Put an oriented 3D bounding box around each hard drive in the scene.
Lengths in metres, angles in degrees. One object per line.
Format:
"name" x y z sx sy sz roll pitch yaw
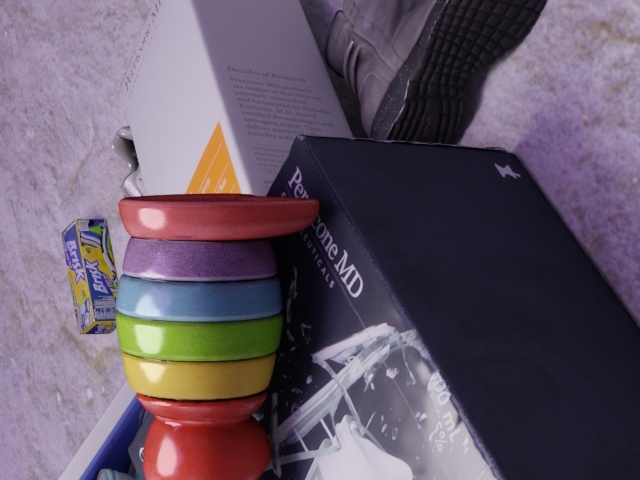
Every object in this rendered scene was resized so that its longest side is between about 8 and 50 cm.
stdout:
"hard drive" -0.329 0.356 2.121 0.040 0.319 0.210 23 127 6

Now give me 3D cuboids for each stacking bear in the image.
"stacking bear" -0.105 0.105 1.422 0.175 0.164 0.289 6 98 55

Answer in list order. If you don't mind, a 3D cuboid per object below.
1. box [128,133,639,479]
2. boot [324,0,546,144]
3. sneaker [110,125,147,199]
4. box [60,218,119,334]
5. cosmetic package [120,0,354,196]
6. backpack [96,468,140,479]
"box" 0.088 0.230 1.523 0.472 0.297 0.480 -59 45 33
"boot" 0.108 -0.260 1.663 0.338 0.118 0.223 -55 42 33
"sneaker" -0.200 -0.034 2.075 0.111 0.129 0.297 -51 51 38
"box" -0.344 0.054 2.343 0.059 0.054 0.169 -37 59 48
"cosmetic package" -0.094 -0.110 1.802 0.230 0.161 0.453 -63 32 36
"backpack" -0.224 0.398 2.024 0.253 0.191 0.225 -97 27 -72
